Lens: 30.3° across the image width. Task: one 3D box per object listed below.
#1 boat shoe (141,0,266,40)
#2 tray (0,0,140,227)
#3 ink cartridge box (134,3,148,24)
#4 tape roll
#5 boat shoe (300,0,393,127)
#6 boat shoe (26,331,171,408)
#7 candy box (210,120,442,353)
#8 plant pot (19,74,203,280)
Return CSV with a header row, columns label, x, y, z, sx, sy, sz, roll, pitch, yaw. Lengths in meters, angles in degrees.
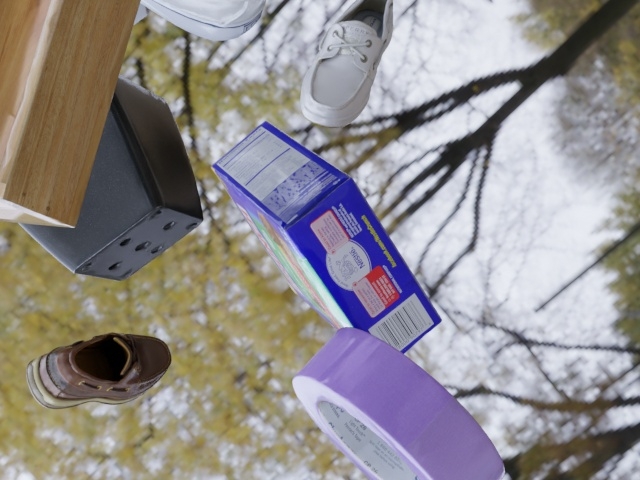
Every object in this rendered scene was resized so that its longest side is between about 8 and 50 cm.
label,x,y,z,sx,sy,sz,roll,pitch,yaw
boat shoe,-0.213,-0.319,1.132,0.367,0.156,0.136,27,-111,-6
tray,-0.217,-0.219,0.905,0.076,0.202,0.411,28,-107,-48
ink cartridge box,-0.353,-0.304,1.652,0.065,0.332,0.165,52,-179,-36
tape roll,0.094,0.235,1.466,0.274,0.090,0.275,40,161,16
boat shoe,0.041,-0.273,1.683,0.098,0.096,0.277,18,-132,5
boat shoe,-0.196,0.119,1.122,0.178,0.060,0.064,-3,-114,-59
candy box,0.000,0.000,1.658,0.268,0.122,0.317,56,173,-28
plant pot,-0.243,-0.059,1.333,0.167,0.188,0.187,58,-169,15
